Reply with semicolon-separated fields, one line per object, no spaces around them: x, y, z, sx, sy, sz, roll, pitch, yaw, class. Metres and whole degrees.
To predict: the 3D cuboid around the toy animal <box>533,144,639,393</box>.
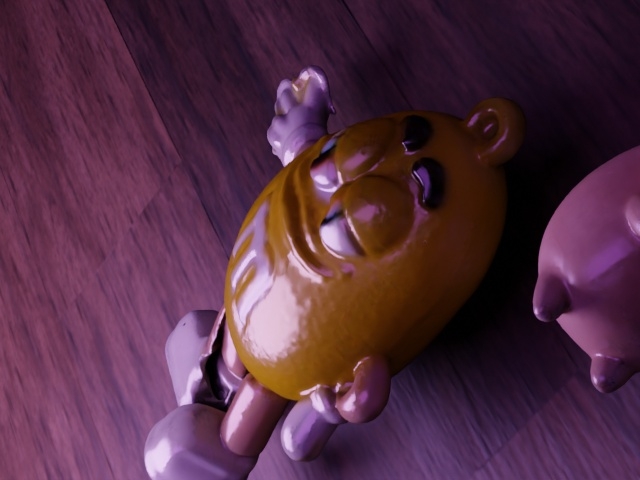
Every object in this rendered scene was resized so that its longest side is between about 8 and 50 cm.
0.258;-0.009;0.953;0.250;0.166;0.154;-33;16;31;toy animal

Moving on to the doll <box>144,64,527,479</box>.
-0.012;0.035;1.233;0.348;0.161;0.423;39;108;55;doll
